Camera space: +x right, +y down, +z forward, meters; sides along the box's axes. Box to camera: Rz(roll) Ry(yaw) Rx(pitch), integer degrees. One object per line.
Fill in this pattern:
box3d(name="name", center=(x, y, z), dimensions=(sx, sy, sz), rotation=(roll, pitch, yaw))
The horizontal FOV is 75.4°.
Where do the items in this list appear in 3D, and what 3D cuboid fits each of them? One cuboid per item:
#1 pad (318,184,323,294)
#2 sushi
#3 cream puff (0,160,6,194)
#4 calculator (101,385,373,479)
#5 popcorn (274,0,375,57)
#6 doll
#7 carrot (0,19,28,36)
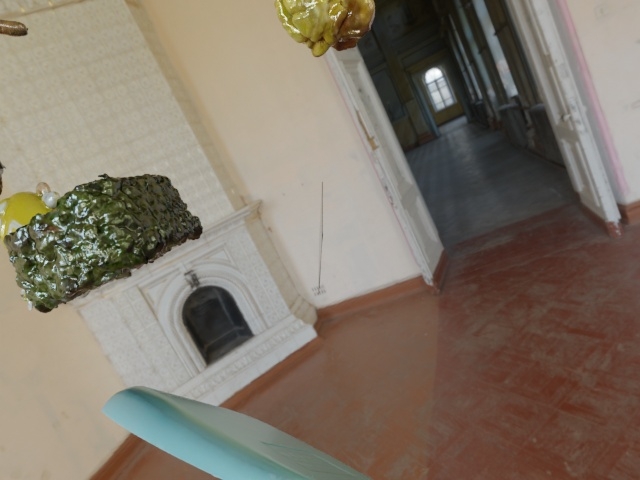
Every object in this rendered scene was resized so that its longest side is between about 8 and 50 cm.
box3d(name="pad", center=(0.000, 0.000, 0.993), dimensions=(0.004, 0.243, 0.163), rotation=(2, 52, -2))
box3d(name="sushi", center=(-0.441, -0.002, 0.858), dimensions=(0.294, 0.178, 0.352), rotation=(-27, 7, 14))
box3d(name="cream puff", center=(-0.619, -0.144, 0.638), dimensions=(0.155, 0.269, 0.241), rotation=(-41, 1, -19))
box3d(name="calculator", center=(-0.087, 0.264, 0.518), dimensions=(0.386, 0.256, 0.054), rotation=(5, 65, 37))
box3d(name="popcorn", center=(-0.006, -0.640, 1.079), dimensions=(0.225, 0.332, 0.265), rotation=(15, 58, 46))
box3d(name="doll", center=(-0.772, 0.009, 1.163), dimensions=(0.423, 0.348, 0.161), rotation=(-14, -8, 31))
box3d(name="carrot", center=(-0.787, -0.507, 0.975), dimensions=(0.165, 0.035, 0.036), rotation=(-6, 0, -29))
